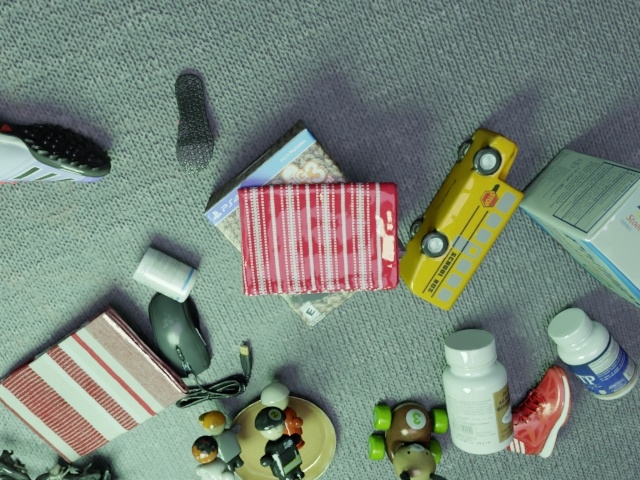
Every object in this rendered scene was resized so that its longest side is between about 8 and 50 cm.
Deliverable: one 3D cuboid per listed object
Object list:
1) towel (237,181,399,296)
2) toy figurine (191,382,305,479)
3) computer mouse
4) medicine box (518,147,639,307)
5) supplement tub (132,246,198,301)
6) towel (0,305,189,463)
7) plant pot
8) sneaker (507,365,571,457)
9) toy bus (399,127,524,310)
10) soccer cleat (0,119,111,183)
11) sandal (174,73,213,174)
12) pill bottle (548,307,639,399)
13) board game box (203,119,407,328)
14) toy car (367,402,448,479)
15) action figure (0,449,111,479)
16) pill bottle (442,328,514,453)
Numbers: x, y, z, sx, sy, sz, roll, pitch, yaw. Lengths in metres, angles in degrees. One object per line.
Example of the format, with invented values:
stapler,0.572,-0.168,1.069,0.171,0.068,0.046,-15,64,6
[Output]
towel,0.000,0.000,1.076,0.275,0.031,0.198,-3,106,-5
toy figurine,-0.138,0.383,1.201,0.210,0.213,0.148,-19,98,3
computer mouse,-0.237,0.221,1.252,0.184,0.060,0.262,-9,108,-2
medicine box,0.541,-0.012,1.137,0.263,0.289,0.149,40,99,-15
supplement tub,-0.294,0.066,1.195,0.107,0.071,0.071,29,102,-13
towel,-0.457,0.295,1.245,0.329,0.037,0.237,-32,108,16
plant pot,-0.085,0.432,1.345,0.236,0.032,0.236,-1,106,-5
sneaker,0.452,0.372,1.351,0.128,0.087,0.221,4,105,-8
toy bus,0.272,-0.042,1.197,0.130,0.108,0.332,28,102,-13
soccer cleat,-0.533,-0.145,1.104,0.318,0.108,0.116,13,125,-11
sandal,-0.231,-0.210,1.140,0.067,0.040,0.179,-4,92,-10
pill bottle,0.563,0.232,1.305,0.112,0.112,0.186,-42,105,7
board game box,-0.027,-0.032,1.154,0.232,0.141,0.291,-40,106,7
toy car,0.195,0.441,1.292,0.155,0.188,0.148,6,106,-7
action figure,-0.526,0.519,1.266,0.276,0.141,0.164,17,132,-8
pill bottle,0.322,0.308,1.294,0.131,0.131,0.229,-12,104,-2
